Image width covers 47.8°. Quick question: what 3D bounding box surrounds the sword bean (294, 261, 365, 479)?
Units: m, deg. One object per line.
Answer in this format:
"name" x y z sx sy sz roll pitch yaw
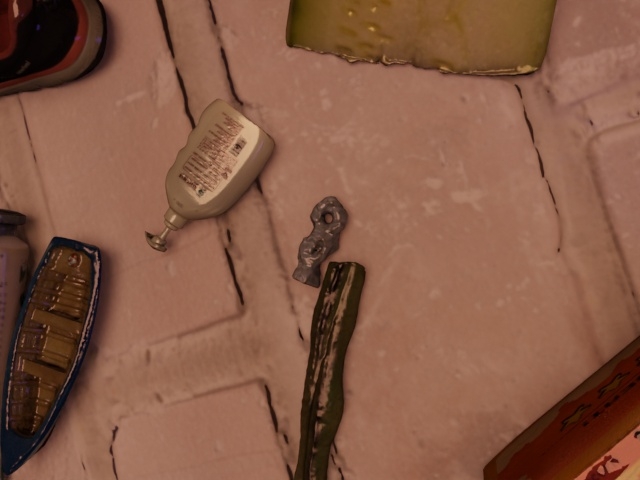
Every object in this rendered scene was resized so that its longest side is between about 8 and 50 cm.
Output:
"sword bean" 0.004 0.152 0.642 0.043 0.038 0.270 5 88 38

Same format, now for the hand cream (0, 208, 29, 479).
"hand cream" -0.334 0.106 0.712 0.095 0.059 0.276 12 94 11

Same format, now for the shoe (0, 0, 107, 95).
"shoe" -0.357 -0.194 0.689 0.290 0.137 0.114 -6 85 13

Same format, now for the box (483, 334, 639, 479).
"box" 0.296 0.207 0.486 0.259 0.214 0.283 -43 80 9

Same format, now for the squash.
"squash" 0.083 -0.260 0.591 0.236 0.155 0.204 10 87 11

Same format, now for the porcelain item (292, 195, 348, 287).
"porcelain item" 0.000 0.000 0.654 0.036 0.028 0.083 18 90 15

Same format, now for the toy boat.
"toy boat" -0.259 0.111 0.696 0.080 0.046 0.229 15 90 12

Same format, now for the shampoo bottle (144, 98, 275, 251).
"shampoo bottle" -0.110 -0.052 0.673 0.077 0.045 0.152 36 93 10
